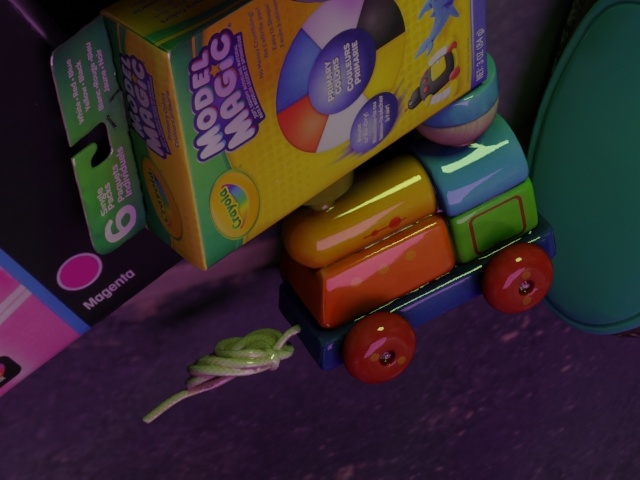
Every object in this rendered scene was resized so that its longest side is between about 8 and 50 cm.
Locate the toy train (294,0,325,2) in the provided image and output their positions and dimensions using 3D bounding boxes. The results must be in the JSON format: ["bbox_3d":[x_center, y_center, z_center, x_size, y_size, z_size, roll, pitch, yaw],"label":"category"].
[{"bbox_3d":[-0.040,-0.221,0.588,0.334,0.142,0.190,26,108,-46],"label":"toy train"}]

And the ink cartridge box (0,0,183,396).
[{"bbox_3d":[-0.201,-0.058,0.712,0.175,0.069,0.371,-37,140,2],"label":"ink cartridge box"}]

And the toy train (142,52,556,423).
[{"bbox_3d":[0.000,0.000,0.894,0.248,0.105,0.143,-26,131,-11],"label":"toy train"}]

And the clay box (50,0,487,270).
[{"bbox_3d":[-0.015,-0.081,0.771,0.222,0.053,0.127,-36,140,-28],"label":"clay box"}]

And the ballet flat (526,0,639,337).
[{"bbox_3d":[0.227,-0.152,0.866,0.182,0.164,0.483,-35,146,-34],"label":"ballet flat"}]
